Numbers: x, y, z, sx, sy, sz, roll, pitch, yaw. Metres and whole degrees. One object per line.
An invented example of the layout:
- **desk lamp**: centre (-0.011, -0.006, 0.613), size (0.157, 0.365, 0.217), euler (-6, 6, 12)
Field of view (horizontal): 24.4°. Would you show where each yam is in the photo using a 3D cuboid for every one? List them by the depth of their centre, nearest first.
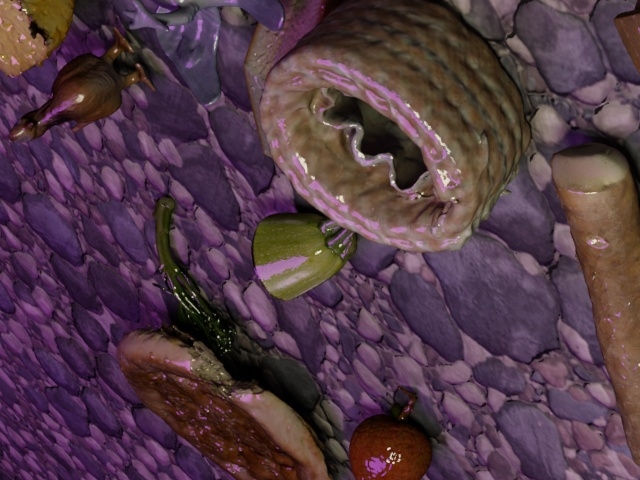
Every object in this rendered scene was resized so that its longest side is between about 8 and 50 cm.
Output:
- **yam**: centre (0.285, 0.066, 1.354), size (0.081, 0.081, 0.357), euler (16, 138, 44)

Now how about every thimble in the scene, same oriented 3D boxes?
- **thimble**: centre (0.069, -0.111, 1.347), size (0.229, 0.148, 0.196), euler (26, 139, 17)

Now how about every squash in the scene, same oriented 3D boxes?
- **squash**: centre (0.003, 0.007, 1.672), size (0.132, 0.105, 0.105), euler (-14, 115, 37)

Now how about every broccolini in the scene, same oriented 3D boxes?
- **broccolini**: centre (-0.174, 0.059, 1.995), size (0.123, 0.062, 0.271), euler (17, 136, 29)

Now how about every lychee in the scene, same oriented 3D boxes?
- **lychee**: centre (0.092, 0.253, 1.820), size (0.101, 0.140, 0.114), euler (42, -171, 3)

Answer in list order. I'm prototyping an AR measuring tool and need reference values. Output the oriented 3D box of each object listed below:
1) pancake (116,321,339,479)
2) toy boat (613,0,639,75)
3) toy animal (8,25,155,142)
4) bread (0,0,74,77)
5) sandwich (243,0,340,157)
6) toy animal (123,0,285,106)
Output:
- **pancake**: centre (-0.137, 0.249, 2.086), size (0.382, 0.071, 0.382), euler (30, 156, 15)
- **toy boat**: centre (0.286, -0.141, 1.065), size (0.089, 0.121, 0.321), euler (-7, 119, 50)
- **toy animal**: centre (-0.292, -0.171, 1.766), size (0.089, 0.179, 0.188), euler (56, 176, -9)
- **bread**: centre (-0.386, -0.331, 1.730), size (0.160, 0.147, 0.260), euler (-16, 118, 49)
- **sandwich**: centre (-0.012, -0.139, 1.502), size (0.094, 0.096, 0.258), euler (26, 142, 44)
- **toy animal**: centre (-0.133, -0.272, 1.487), size (0.255, 0.176, 0.239), euler (21, 124, 14)
